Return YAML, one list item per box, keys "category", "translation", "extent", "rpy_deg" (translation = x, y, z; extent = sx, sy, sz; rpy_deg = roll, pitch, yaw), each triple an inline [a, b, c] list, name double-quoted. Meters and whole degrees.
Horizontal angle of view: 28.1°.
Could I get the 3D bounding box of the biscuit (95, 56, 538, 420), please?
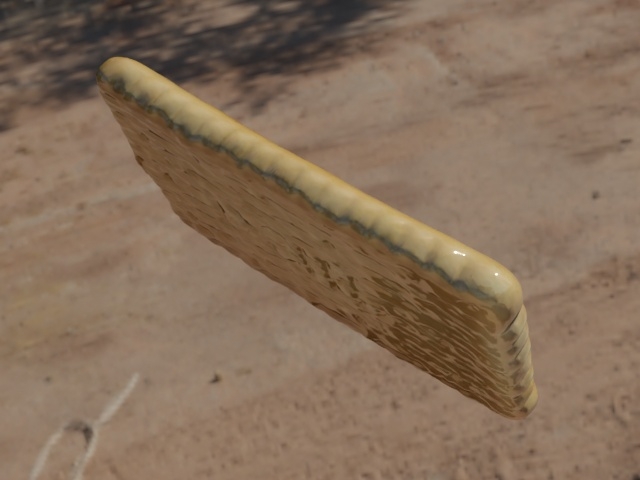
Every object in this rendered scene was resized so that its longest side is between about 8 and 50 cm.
- category: "biscuit"
  translation: [0.001, -0.001, 0.649]
  extent: [0.249, 0.160, 0.030]
  rpy_deg: [30, 73, 26]
